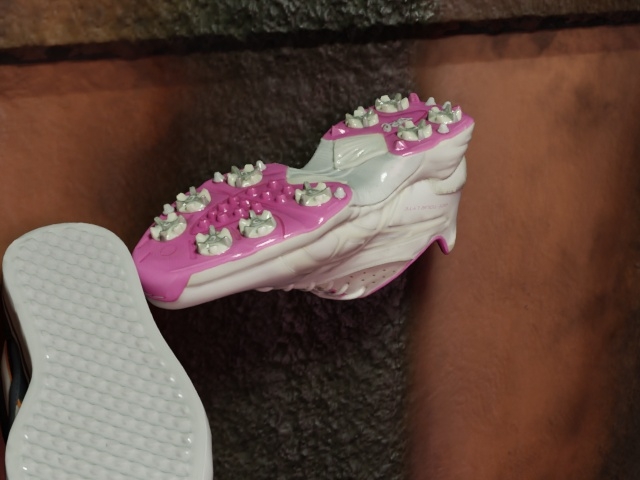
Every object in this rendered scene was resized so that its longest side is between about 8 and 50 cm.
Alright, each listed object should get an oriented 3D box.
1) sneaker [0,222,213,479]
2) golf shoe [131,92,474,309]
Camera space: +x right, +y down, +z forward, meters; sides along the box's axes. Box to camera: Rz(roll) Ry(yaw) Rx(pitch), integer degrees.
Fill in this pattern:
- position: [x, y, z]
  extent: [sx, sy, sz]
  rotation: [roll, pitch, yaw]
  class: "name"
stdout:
- position: [-0.138, 0.127, 0.989]
  extent: [0.126, 0.321, 0.127]
  rotation: [-5, 126, -11]
  class: "sneaker"
- position: [0.000, 0.000, 1.159]
  extent: [0.306, 0.115, 0.140]
  rotation: [-26, 125, -31]
  class: "golf shoe"
